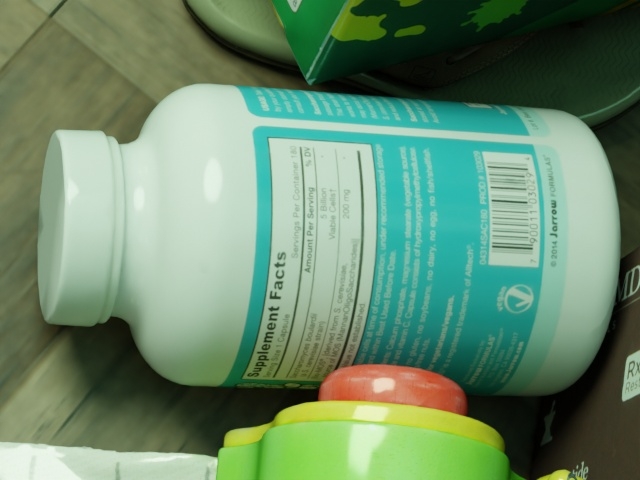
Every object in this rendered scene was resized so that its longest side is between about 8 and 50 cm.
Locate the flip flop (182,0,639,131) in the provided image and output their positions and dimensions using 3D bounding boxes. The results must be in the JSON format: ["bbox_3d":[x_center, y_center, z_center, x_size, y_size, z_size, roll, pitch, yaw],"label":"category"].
[{"bbox_3d":[0.063,-0.128,1.036,0.277,0.080,0.112,14,70,-12],"label":"flip flop"}]

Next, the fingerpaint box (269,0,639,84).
[{"bbox_3d":[0.085,-0.341,1.013,0.371,0.163,0.445,-15,69,-26],"label":"fingerpaint box"}]

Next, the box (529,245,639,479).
[{"bbox_3d":[0.205,0.123,0.953,0.167,0.168,0.203,14,70,-11],"label":"box"}]

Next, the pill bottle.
[{"bbox_3d":[0.000,0.000,0.943,0.264,0.146,0.146,4,72,-15],"label":"pill bottle"}]

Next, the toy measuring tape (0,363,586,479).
[{"bbox_3d":[-0.035,0.108,0.872,0.330,0.121,0.121,5,71,3],"label":"toy measuring tape"}]
